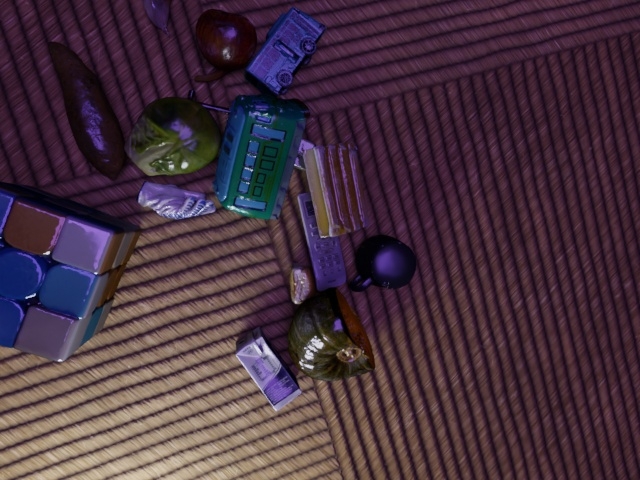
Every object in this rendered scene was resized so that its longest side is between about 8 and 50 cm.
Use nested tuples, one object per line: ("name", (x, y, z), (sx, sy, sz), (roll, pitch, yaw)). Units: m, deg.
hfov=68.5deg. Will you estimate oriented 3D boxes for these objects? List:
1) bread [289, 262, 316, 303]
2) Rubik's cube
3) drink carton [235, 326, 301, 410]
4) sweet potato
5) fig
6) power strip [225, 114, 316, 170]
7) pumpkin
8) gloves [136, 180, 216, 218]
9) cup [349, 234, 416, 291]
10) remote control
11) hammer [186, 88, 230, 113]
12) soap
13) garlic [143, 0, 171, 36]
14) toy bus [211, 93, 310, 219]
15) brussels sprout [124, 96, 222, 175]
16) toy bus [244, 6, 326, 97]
("bread", (-0.055, 0.136, 1.470), (0.082, 0.106, 0.125), (-3, 96, -10))
("Rubik's cube", (-0.716, 0.063, 1.216), (0.347, 0.347, 0.344), (21, 88, -12))
("drink carton", (-0.165, 0.390, 1.449), (0.102, 0.134, 0.222), (-35, 99, -5))
("sweet potato", (-0.654, -0.373, 1.315), (0.131, 0.130, 0.422), (-24, 96, -9))
("fig", (-0.276, -0.555, 1.372), (0.175, 0.175, 0.207), (6, 115, -11))
("power strip", (-0.158, -0.311, 1.451), (0.288, 0.053, 0.093), (22, 89, -12))
("pumpkin", (0.012, 0.290, 1.439), (0.232, 0.242, 0.324), (-20, 127, 12))
("gloves", (-0.423, -0.116, 1.392), (0.229, 0.097, 0.119), (10, 46, -4))
("cup", (0.189, 0.087, 1.480), (0.223, 0.176, 0.169), (-42, 103, -7))
("remote control", (0.000, 0.000, 1.500), (0.109, 0.055, 0.312), (-14, 93, -28))
("hammer", (-0.320, -0.407, 1.429), (0.179, 0.021, 0.065), (10, 90, -12))
("soap", (0.051, -0.158, 1.450), (0.174, 0.089, 0.274), (-18, 100, -41))
("garlic", (-0.473, -0.684, 1.359), (0.084, 0.066, 0.152), (9, 89, -13))
("toy bus", (-0.179, -0.241, 1.320), (0.200, 0.183, 0.343), (6, 117, -27))
("brussels sprout", (-0.419, -0.286, 1.323), (0.272, 0.210, 0.219), (-28, 106, 6))
("toy bus", (-0.108, -0.559, 1.408), (0.147, 0.128, 0.256), (35, 87, -12))
